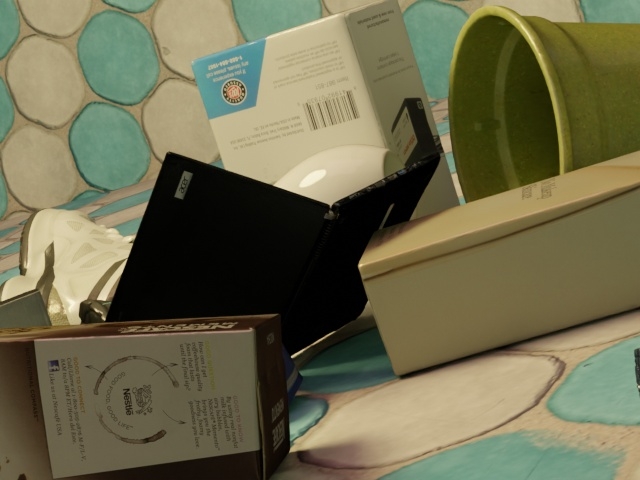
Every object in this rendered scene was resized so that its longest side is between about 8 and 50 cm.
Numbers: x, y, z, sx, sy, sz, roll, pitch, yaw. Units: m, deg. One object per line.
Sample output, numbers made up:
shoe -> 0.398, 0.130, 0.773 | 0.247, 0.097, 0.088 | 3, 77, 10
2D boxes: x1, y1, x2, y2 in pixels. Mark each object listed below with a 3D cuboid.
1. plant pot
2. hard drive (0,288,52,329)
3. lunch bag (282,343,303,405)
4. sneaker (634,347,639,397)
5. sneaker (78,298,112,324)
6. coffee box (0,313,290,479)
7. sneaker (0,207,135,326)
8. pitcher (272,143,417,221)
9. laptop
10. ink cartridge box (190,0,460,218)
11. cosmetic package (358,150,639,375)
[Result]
plant pot -> 0.303, -0.122, 1.682 | 0.254, 0.276, 0.276 | -9, 6, -18
hard drive -> -0.322, 0.131, 1.708 | 0.094, 0.135, 0.022 | -22, 14, -17
lunch bag -> -0.070, 0.129, 1.452 | 0.098, 0.065, 0.067 | -11, 28, 35
sneaker -> 0.257, 0.099, 1.066 | 0.058, 0.052, 0.135 | -11, 14, -18
sneaker -> -0.177, 0.114, 1.714 | 0.106, 0.101, 0.267 | -12, 14, -29
coffee box -> -0.180, 0.126, 1.244 | 0.297, 0.118, 0.168 | -3, 0, 6
sneaker -> -0.247, 0.057, 2.036 | 0.258, 0.169, 0.447 | -10, 18, 1
pitcher -> 0.000, 0.000, 1.693 | 0.207, 0.177, 0.125 | -19, -5, 23
laptop -> -0.045, 0.002, 1.560 | 0.264, 0.136, 0.234 | -28, -28, -45
ink cartridge box -> 0.015, -0.095, 1.826 | 0.223, 0.307, 0.129 | -12, 9, 35
cosmetic package -> 0.202, 0.013, 1.449 | 0.309, 0.113, 0.160 | -18, 9, 10
